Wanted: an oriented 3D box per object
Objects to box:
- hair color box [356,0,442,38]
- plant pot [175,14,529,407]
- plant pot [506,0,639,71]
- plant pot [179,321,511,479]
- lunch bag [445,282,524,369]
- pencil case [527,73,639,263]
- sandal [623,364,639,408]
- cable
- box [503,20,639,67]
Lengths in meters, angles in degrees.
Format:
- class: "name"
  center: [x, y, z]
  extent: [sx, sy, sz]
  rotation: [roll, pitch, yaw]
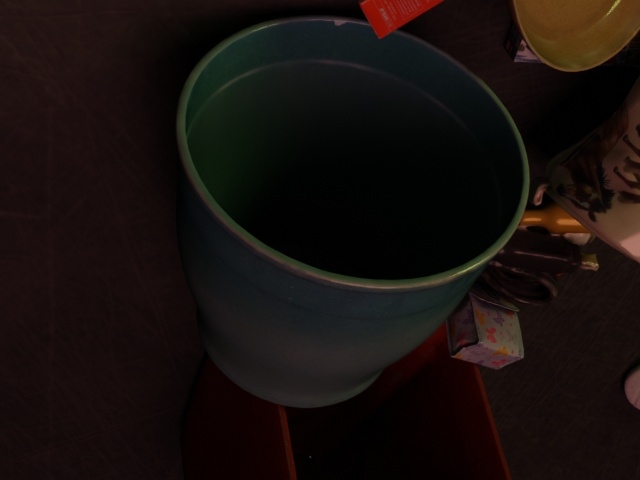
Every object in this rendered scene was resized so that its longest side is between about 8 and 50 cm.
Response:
- class: "hair color box"
  center: [0.088, -0.226, 0.978]
  extent: [0.141, 0.072, 0.043]
  rotation: [-31, 134, 7]
- class: "plant pot"
  center: [0.000, 0.000, 1.029]
  extent: [0.271, 0.272, 0.255]
  rotation: [-4, 144, -18]
- class: "plant pot"
  center: [0.213, -0.250, 0.973]
  extent: [0.236, 0.032, 0.236]
  rotation: [-24, 126, -38]
- class: "plant pot"
  center: [0.003, 0.222, 1.227]
  extent: [0.267, 0.267, 0.236]
  rotation: [17, 133, -32]
- class: "lunch bag"
  center: [0.166, 0.081, 1.272]
  extent: [0.071, 0.083, 0.053]
  rotation: [20, 142, -35]
- class: "pencil case"
  center: [0.360, -0.148, 1.068]
  extent: [0.183, 0.160, 0.410]
  rotation: [38, 110, 5]
- class: "sandal"
  center: [0.490, 0.141, 1.468]
  extent: [0.265, 0.076, 0.102]
  rotation: [-6, 120, 11]
- class: "cable"
  center: [0.157, -0.007, 1.231]
  extent: [0.287, 0.072, 0.139]
  rotation: [12, 142, -15]
- class: "box"
  center: [0.238, -0.199, 1.091]
  extent: [0.137, 0.027, 0.094]
  rotation: [0, 131, -22]
